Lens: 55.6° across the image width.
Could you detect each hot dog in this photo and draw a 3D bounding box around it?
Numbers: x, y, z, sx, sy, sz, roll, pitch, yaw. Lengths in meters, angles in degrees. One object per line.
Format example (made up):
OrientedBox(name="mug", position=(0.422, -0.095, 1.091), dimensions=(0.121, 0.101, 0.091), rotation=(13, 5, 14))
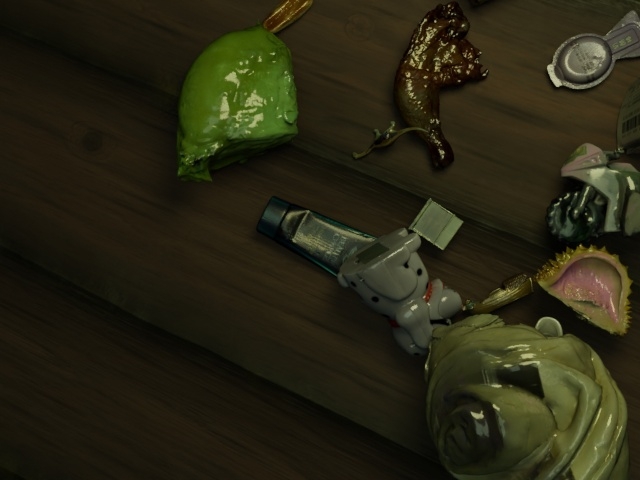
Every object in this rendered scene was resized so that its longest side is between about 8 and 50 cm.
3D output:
OrientedBox(name="hot dog", position=(-0.073, -0.490, 1.309), dimensions=(0.133, 0.041, 0.056), rotation=(-39, 83, 3))

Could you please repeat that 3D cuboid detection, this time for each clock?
OrientedBox(name="clock", position=(0.173, 0.119, 1.202), dimensions=(0.189, 0.189, 0.254), rotation=(-34, 99, 11))

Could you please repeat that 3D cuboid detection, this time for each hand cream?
OrientedBox(name="hand cream", position=(0.000, 0.000, 1.296), dimensions=(0.271, 0.061, 0.120), rotation=(26, 92, 3))

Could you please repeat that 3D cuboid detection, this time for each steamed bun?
OrientedBox(name="steamed bun", position=(0.304, 0.299, 1.011), dimensions=(0.394, 0.237, 0.346), rotation=(39, 110, 31))

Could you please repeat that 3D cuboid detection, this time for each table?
OrientedBox(name="table", position=(0.236, -0.031, 1.233), dimensions=(0.083, 0.062, 0.079), rotation=(35, 97, 10))

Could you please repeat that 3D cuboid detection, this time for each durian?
OrientedBox(name="durian", position=(0.486, 0.092, 1.126), dimensions=(0.182, 0.165, 0.132), rotation=(11, 55, 18))
OrientedBox(name="durian", position=(-0.174, -0.282, 1.264), dimensions=(0.256, 0.204, 0.339), rotation=(-3, 81, -2))

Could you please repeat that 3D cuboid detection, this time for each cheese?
OrientedBox(name="cheese", position=(0.535, -0.359, 1.173), dimensions=(0.191, 0.042, 0.105), rotation=(-24, 87, 11))

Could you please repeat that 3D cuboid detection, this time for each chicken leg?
OrientedBox(name="chicken leg", position=(0.236, -0.315, 1.226), dimensions=(0.177, 0.083, 0.322), rotation=(20, 93, -2))

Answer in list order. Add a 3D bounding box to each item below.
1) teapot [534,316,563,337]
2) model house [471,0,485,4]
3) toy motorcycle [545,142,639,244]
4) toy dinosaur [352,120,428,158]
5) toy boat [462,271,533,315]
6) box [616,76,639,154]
OrientedBox(name="teapot", position=(0.413, 0.288, 1.163), dimensions=(0.204, 0.139, 0.298), rotation=(2, 91, 10))
OrientedBox(name="model house", position=(0.341, -0.585, 1.154), dimensions=(0.196, 0.160, 0.254), rotation=(-25, 87, 11))
OrientedBox(name="toy motorcycle", position=(0.581, -0.093, 1.119), dimensions=(0.327, 0.143, 0.188), rotation=(-4, 90, 5))
OrientedBox(name="toy dinosaur", position=(0.140, -0.215, 1.248), dimensions=(0.180, 0.037, 0.058), rotation=(-22, 52, 45))
OrientedBox(name="toy boat", position=(0.355, 0.113, 1.219), dimensions=(0.149, 0.047, 0.049), rotation=(-27, 72, 9))
OrientedBox(name="box", position=(0.723, -0.222, 1.068), dimensions=(0.333, 0.173, 0.145), rotation=(5, 90, 12))
